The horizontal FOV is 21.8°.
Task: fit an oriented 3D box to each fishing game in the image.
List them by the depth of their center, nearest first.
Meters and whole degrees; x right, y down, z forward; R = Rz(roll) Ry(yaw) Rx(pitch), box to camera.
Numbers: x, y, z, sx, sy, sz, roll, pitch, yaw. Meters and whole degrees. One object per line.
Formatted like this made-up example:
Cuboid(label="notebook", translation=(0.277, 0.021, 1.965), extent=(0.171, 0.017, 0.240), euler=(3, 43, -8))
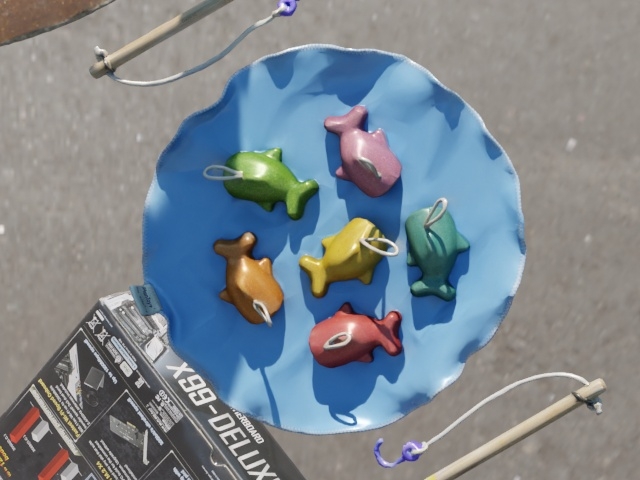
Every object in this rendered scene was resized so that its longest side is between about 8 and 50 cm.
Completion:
Cuboid(label="fishing game", translation=(0.000, 0.000, 0.775), extent=(0.189, 0.041, 0.264), euler=(-27, 88, 11))

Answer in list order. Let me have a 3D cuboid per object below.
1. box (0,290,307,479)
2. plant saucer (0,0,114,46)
Cuboid(label="box", translation=(-0.125, 0.229, 1.276), extent=(0.307, 0.242, 0.076), euler=(50, 28, 16))
Cuboid(label="plant saucer", translation=(-0.142, -0.118, 0.521), extent=(0.198, 0.036, 0.198), euler=(1, 37, -1))
